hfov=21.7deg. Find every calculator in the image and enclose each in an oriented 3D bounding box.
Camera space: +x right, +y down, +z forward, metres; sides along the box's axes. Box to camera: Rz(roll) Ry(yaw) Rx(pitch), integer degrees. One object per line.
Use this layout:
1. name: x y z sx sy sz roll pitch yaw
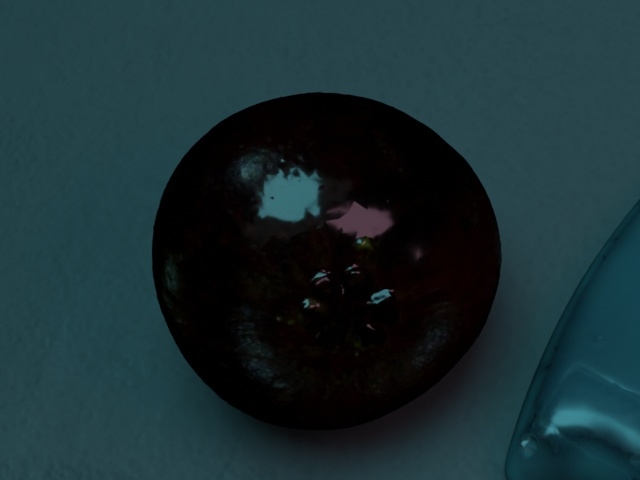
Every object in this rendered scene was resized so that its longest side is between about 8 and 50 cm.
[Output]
1. calculator: 0.307 0.050 1.137 0.256 0.054 0.386 27 63 27

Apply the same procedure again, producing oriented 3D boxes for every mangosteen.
1. mangosteen: 0.000 0.000 1.158 0.235 0.235 0.261 -19 21 0
